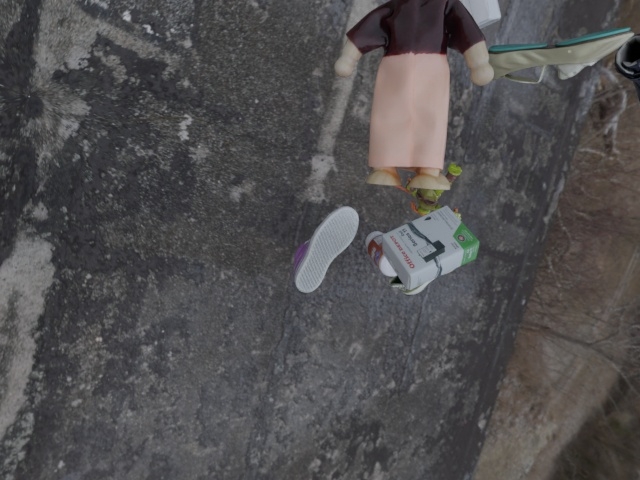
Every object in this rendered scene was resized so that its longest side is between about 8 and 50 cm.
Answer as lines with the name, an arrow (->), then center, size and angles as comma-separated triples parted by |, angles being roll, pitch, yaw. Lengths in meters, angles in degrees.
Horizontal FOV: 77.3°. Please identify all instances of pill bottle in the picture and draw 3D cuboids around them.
pill bottle -> 0.258, 0.045, 1.610 | 0.121, 0.216, 0.121 | -6, 115, -12

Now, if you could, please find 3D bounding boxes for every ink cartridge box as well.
ink cartridge box -> 0.291, 0.018, 1.083 | 0.209, 0.153, 0.086 | -25, 144, -7

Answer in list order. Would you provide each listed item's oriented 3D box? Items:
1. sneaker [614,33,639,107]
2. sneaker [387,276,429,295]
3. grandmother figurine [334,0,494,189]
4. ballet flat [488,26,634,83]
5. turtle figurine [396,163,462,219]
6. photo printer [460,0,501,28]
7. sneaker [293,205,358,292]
sneaker -> 0.715, -0.338, 0.857 | 0.164, 0.086, 0.226 | -13, 77, -47
sneaker -> 0.453, 0.105, 1.746 | 0.182, 0.158, 0.410 | 5, 135, -44
grandmother figurine -> 0.122, -0.246, 0.542 | 0.208, 0.104, 0.341 | 6, 101, 6
ballet flat -> 0.447, -0.349, 0.773 | 0.086, 0.249, 0.086 | -16, 112, -45
turtle figurine -> 0.334, -0.156, 1.246 | 0.087, 0.269, 0.217 | -24, 145, -29
photo printer -> 0.369, -0.755, 1.186 | 0.107, 0.256, 0.307 | -29, 104, -43
sneaker -> -0.001, 0.000, 1.178 | 0.102, 0.161, 0.282 | 30, 106, -20
